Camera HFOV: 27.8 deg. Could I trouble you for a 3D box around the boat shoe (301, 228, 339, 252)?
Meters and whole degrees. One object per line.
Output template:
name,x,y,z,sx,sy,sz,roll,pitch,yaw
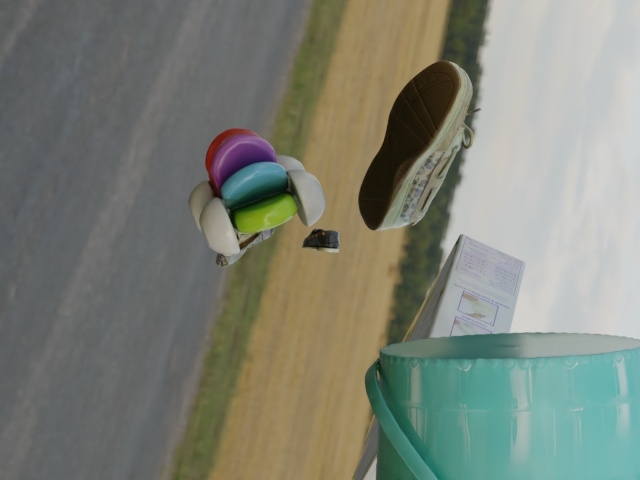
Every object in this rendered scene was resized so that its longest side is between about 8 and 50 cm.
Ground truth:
boat shoe,0.002,0.000,2.289,0.133,0.048,0.042,179,-86,-72

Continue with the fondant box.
fondant box,0.135,0.180,1.539,0.330,0.096,0.238,-66,180,-53

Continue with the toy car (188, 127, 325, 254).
toy car,-0.091,-0.074,1.645,0.182,0.159,0.136,-131,-158,-66

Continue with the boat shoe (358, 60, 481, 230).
boat shoe,0.142,-0.129,1.772,0.285,0.089,0.105,-60,-138,41

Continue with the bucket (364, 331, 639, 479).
bucket,0.171,0.181,1.144,0.281,0.281,0.183,-1,88,-86

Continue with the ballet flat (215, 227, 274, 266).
ballet flat,-0.126,0.000,2.024,0.114,0.041,0.041,-34,-170,16
